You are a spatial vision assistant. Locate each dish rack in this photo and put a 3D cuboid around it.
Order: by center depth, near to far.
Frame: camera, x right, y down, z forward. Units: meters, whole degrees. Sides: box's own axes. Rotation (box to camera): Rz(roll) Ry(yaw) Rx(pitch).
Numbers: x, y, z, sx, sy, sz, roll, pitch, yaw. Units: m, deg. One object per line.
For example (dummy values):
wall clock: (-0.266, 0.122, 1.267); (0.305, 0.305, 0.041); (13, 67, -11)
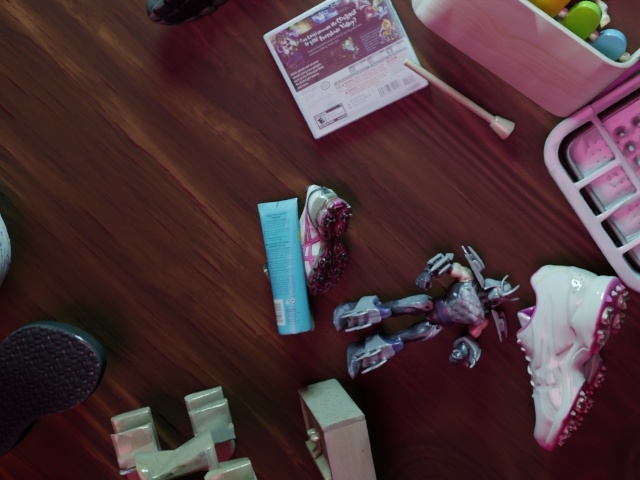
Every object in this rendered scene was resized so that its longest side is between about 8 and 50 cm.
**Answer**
dish rack: (0.503, -0.113, 1.057); (0.333, 0.072, 0.285); (-33, 97, 22)

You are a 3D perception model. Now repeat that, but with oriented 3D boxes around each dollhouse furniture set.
dollhouse furniture set: (-0.117, 0.414, 1.253); (0.394, 0.362, 0.256); (-15, 105, -13)

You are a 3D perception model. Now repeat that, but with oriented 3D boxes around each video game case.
video game case: (0.037, -0.264, 1.149); (0.190, 0.022, 0.173); (-23, 102, 21)

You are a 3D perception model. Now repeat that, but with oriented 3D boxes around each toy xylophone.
toy xylophone: (0.245, -0.266, 1.036); (0.323, 0.081, 0.236); (37, 146, -14)

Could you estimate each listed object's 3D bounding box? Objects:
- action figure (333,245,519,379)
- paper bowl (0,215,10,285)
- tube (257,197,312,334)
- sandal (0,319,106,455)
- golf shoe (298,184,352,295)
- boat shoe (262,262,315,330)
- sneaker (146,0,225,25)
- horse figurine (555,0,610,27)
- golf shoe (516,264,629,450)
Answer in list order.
action figure: (0.168, 0.117, 1.208); (0.285, 0.099, 0.185); (-20, 98, 16)
paper bowl: (-0.667, 0.001, 1.341); (0.284, 0.148, 0.284); (3, 111, 9)
tube: (-0.054, 0.041, 1.224); (0.080, 0.052, 0.207); (-8, 91, 32)
sandal: (-0.525, 0.251, 1.435); (0.446, 0.107, 0.167); (-35, 99, 35)
golf shoe: (0.000, 0.000, 1.234); (0.086, 0.068, 0.186); (42, 134, 42)
boat shoe: (-0.049, 0.090, 1.277); (0.042, 0.049, 0.133); (-26, 93, 17)
sneaker: (-0.156, -0.415, 1.120); (0.267, 0.101, 0.106); (-37, 75, 23)
horse figurine: (0.350, -0.374, 1.005); (0.263, 0.066, 0.174); (-38, 91, 30)
golf shoe: (0.357, 0.172, 1.188); (0.140, 0.115, 0.306); (25, 118, 32)
